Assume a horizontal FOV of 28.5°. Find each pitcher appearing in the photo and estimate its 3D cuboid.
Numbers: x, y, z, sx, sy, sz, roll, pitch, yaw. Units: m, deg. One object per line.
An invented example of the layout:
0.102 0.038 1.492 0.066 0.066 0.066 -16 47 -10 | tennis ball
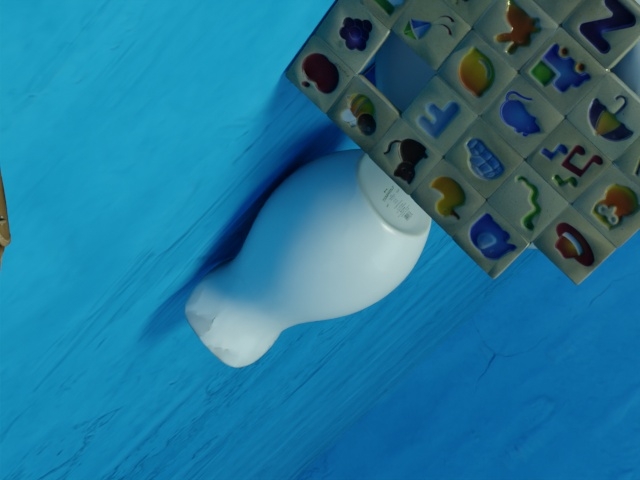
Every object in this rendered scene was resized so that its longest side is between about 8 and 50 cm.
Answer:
0.000 0.000 1.065 0.207 0.125 0.178 -37 -168 36 | pitcher

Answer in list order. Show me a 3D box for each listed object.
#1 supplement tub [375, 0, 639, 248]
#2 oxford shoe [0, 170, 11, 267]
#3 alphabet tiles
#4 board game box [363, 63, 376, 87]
0.211 -0.138 0.915 0.316 0.228 0.228 -24 159 -50 | supplement tub
-0.168 -0.030 0.570 0.076 0.076 0.212 -33 163 -22 | oxford shoe
0.112 -0.091 0.778 0.198 0.237 0.009 -50 172 35 | alphabet tiles
0.067 -0.132 0.991 0.090 0.020 0.090 -43 167 13 | board game box
